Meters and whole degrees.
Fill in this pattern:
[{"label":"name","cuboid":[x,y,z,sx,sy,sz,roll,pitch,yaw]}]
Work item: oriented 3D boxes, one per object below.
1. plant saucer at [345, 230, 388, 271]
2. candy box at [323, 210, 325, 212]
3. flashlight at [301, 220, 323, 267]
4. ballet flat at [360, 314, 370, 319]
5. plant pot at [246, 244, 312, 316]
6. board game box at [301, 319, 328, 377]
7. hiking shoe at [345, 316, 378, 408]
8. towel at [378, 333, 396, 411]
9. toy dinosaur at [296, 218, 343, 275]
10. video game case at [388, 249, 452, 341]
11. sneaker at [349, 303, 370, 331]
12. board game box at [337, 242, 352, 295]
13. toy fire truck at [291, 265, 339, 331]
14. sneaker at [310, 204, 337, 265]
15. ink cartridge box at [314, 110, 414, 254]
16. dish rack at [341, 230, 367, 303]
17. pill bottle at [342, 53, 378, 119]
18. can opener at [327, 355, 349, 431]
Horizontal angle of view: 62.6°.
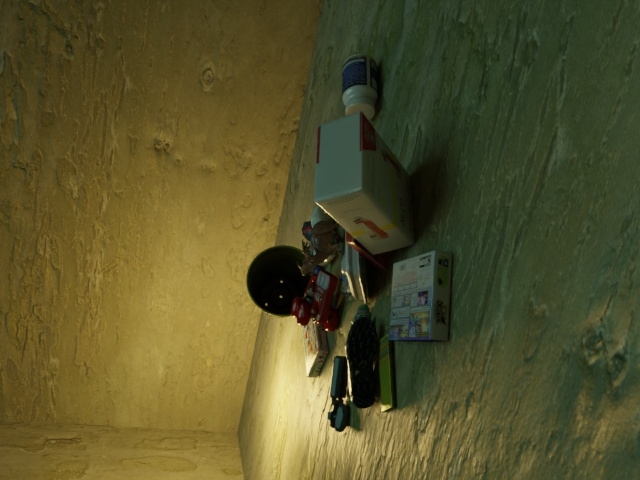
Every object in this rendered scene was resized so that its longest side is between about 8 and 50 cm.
[{"label":"plant saucer","cuboid":[0.154,-0.049,1.825,0.047,0.259,0.259,-16,57,28]},{"label":"candy box","cuboid":[0.112,-0.151,2.104,0.053,0.186,0.109,169,110,-73]},{"label":"flashlight","cuboid":[-0.032,0.024,2.679,0.304,0.103,0.103,-100,-3,-47]},{"label":"ballet flat","cuboid":[0.160,0.365,1.902,0.070,0.070,0.189,-127,47,-69]},{"label":"plant pot","cuboid":[-0.205,0.256,2.774,0.353,0.365,0.367,109,165,-69]},{"label":"board game box","cuboid":[-0.030,0.466,2.498,0.305,0.053,0.193,-101,25,-50]},{"label":"hiking shoe","cuboid":[0.132,0.420,1.826,0.132,0.113,0.305,115,159,-78]},{"label":"towel","cuboid":[0.217,0.432,1.722,0.102,0.021,0.238,117,156,-61]},{"label":"toy dinosaur","cuboid":[0.000,0.000,2.332,0.127,0.200,0.296,93,180,-59]},{"label":"video game case","cuboid":[0.287,0.171,1.541,0.269,0.061,0.245,149,130,-70]},{"label":"sneaker","cuboid":[0.140,0.307,1.985,0.076,0.064,0.167,-110,34,-67]},{"label":"board game box","cuboid":[0.122,0.119,2.196,0.136,0.035,0.202,-161,80,-74]},{"label":"toy fire truck","cuboid":[-0.007,0.250,2.345,0.302,0.169,0.254,-153,78,-73]},{"label":"sneaker","cuboid":[0.033,-0.039,2.501,0.152,0.114,0.306,142,127,-58]},{"label":"ink cartridge box","cuboid":[0.147,-0.165,1.642,0.160,0.384,0.280,-14,59,27]},{"label":"dish rack","cuboid":[0.124,0.044,1.954,0.286,0.072,0.333,71,-162,-58]},{"label":"pill bottle","cuboid":[0.169,-0.650,2.250,0.153,0.153,0.265,127,149,-59]},{"label":"can opener","cuboid":[0.082,0.591,2.043,0.093,0.074,0.281,-5,75,38]}]
